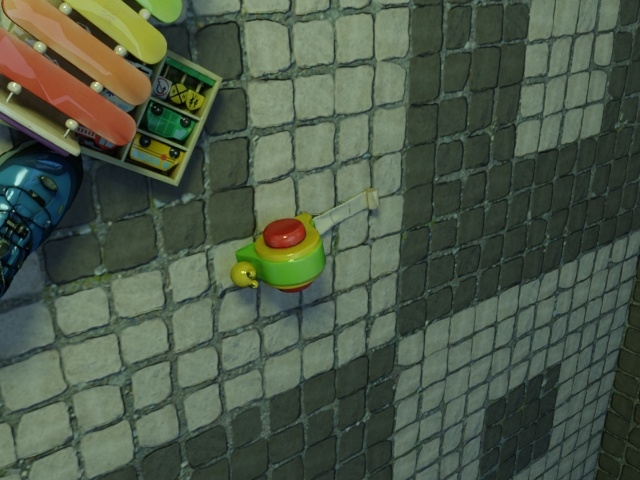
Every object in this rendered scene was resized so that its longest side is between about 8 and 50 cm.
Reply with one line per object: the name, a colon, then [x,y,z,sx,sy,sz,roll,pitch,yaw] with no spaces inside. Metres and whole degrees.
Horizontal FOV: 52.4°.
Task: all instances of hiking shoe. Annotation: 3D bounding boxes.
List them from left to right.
hiking shoe: [-0.377,0.014,0.758,0.304,0.132,0.113,-51,133,-4]

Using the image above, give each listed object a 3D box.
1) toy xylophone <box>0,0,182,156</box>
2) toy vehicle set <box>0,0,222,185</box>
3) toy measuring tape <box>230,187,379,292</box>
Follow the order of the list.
toy xylophone: [-0.272,-0.265,0.720,0.236,0.081,0.323,25,91,-42]
toy vehicle set: [-0.270,-0.189,0.834,0.266,0.035,0.166,19,96,-42]
toy measuring tape: [0.000,0.000,1.084,0.330,0.121,0.122,-27,124,-28]
